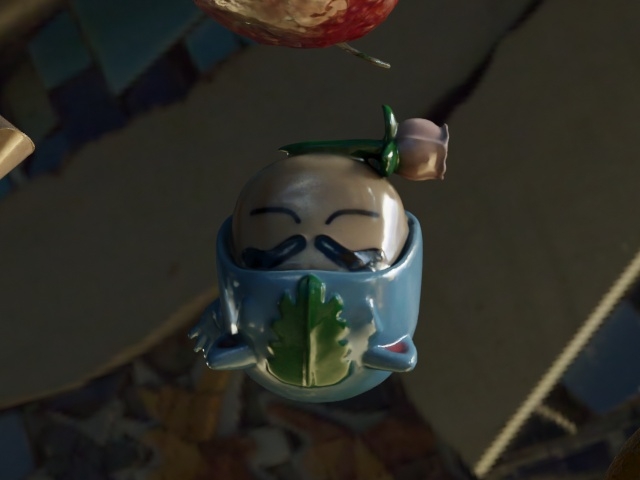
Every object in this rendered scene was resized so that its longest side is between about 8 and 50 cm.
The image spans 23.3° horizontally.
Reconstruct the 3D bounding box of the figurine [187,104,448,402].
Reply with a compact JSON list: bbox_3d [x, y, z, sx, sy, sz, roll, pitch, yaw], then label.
[{"bbox_3d":[0.005,-0.002,0.768,0.114,0.145,0.178,14,14,5],"label":"figurine"}]

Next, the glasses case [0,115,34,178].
[{"bbox_3d":[-0.354,-0.111,1.345,0.102,0.193,0.070,-43,-27,-23],"label":"glasses case"}]

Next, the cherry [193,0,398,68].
[{"bbox_3d":[-0.024,-0.250,1.264,0.175,0.192,0.250,-61,-14,-6],"label":"cherry"}]

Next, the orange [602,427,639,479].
[{"bbox_3d":[0.176,0.114,0.566,0.156,0.124,0.156,-27,19,10],"label":"orange"}]
